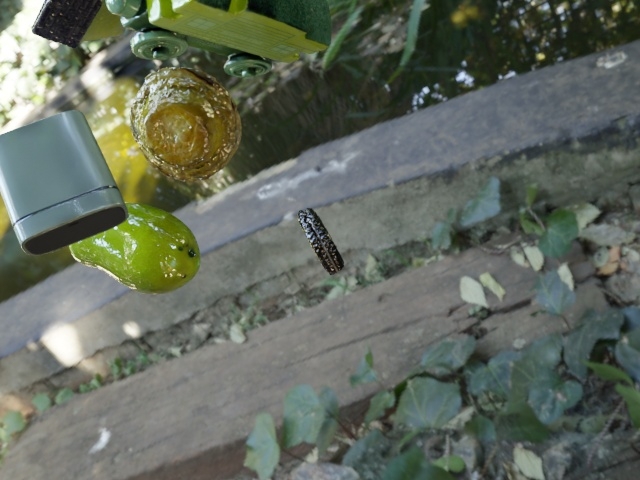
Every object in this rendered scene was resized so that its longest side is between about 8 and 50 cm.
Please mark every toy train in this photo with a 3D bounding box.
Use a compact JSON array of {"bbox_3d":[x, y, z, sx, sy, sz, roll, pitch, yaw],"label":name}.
[{"bbox_3d":[-0.171,-0.433,1.332,0.272,0.179,0.442,-11,-6,38],"label":"toy train"}]

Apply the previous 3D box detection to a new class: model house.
[{"bbox_3d":[-0.504,-0.507,1.443,0.194,0.170,0.211,-29,4,46],"label":"model house"}]

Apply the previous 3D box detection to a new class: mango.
[{"bbox_3d":[-0.376,0.012,1.418,0.293,0.175,0.143,12,9,19],"label":"mango"}]

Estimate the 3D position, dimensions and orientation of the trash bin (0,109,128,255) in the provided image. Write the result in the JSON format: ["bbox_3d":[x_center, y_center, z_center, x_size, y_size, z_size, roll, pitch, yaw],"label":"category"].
[{"bbox_3d":[-0.289,-0.063,0.772,0.116,0.130,0.059,-23,-18,-16],"label":"trash bin"}]

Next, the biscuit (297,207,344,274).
[{"bbox_3d":[0.000,0.000,0.843,0.027,0.087,0.089,-29,2,0],"label":"biscuit"}]

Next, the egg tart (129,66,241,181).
[{"bbox_3d":[-0.335,-0.269,1.701,0.294,0.295,0.116,-24,20,20],"label":"egg tart"}]
